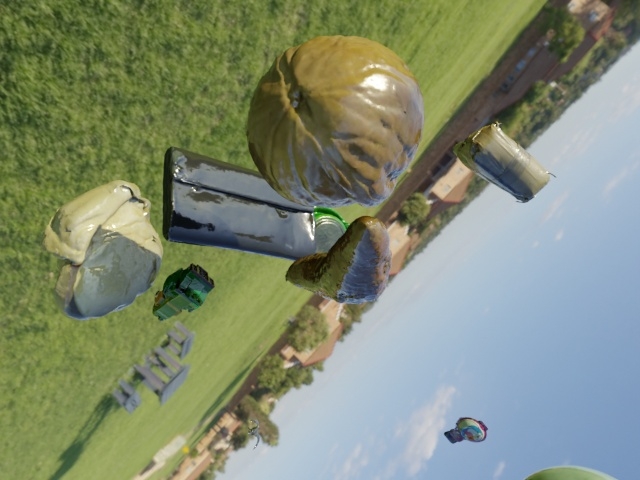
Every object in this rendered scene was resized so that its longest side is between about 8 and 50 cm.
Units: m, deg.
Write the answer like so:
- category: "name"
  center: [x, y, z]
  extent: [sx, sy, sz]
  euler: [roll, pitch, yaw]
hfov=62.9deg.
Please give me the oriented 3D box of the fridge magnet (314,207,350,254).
- category: "fridge magnet"
  center: [0.000, 0.000, 1.541]
  extent: [0.208, 0.208, 0.088]
  euler: [-44, -157, -20]

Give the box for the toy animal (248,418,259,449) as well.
- category: "toy animal"
  center: [-0.174, 0.496, 1.361]
  extent: [0.028, 0.084, 0.050]
  euler: [-4, -168, -8]

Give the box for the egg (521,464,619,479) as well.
- category: "egg"
  center: [0.597, 0.673, 1.220]
  extent: [0.276, 0.276, 0.389]
  euler: [-43, 173, -28]

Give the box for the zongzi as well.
- category: "zongzi"
  center: [0.384, -0.164, 1.147]
  extent: [0.099, 0.194, 0.197]
  euler: [-50, -176, -2]

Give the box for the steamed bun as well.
- category: "steamed bun"
  center: [-0.606, 0.020, 1.433]
  extent: [0.325, 0.230, 0.372]
  euler: [-22, 115, -56]

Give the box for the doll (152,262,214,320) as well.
- category: "doll"
  center: [-0.358, 0.139, 1.342]
  extent: [0.186, 0.106, 0.134]
  euler: [-28, -147, 31]

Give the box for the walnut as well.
- category: "walnut"
  center: [0.030, -0.193, 0.903]
  extent: [0.333, 0.333, 0.333]
  euler: [-46, 172, -8]

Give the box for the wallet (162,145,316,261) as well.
- category: "wallet"
  center: [-0.184, -0.077, 1.274]
  extent: [0.406, 0.228, 0.062]
  euler: [12, 158, -39]

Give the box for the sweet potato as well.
- category: "sweet potato"
  center: [0.039, 0.045, 0.757]
  extent: [0.092, 0.114, 0.341]
  euler: [-56, -173, -20]

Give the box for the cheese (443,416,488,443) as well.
- category: "cheese"
  center: [0.436, 0.573, 1.568]
  extent: [0.145, 0.095, 0.038]
  euler: [-40, 178, 38]
